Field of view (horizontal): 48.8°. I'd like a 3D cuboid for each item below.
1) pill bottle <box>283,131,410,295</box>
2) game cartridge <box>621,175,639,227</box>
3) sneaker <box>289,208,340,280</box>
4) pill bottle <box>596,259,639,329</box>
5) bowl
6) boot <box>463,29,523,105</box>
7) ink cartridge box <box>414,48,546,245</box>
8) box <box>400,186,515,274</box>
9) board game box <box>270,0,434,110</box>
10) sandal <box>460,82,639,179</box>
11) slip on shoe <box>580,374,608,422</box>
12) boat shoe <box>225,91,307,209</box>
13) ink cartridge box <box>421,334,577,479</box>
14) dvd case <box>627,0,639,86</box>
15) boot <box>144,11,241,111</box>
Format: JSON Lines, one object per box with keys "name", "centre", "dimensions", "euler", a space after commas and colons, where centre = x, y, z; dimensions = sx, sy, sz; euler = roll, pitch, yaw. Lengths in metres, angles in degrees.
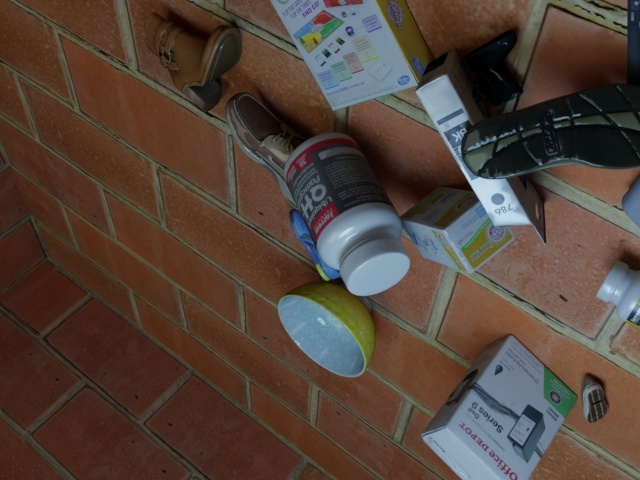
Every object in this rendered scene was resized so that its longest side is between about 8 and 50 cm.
{"name": "pill bottle", "centre": [0.056, -0.052, 1.410], "dimensions": [0.176, 0.177, 0.318], "euler": [94, 156, -51]}
{"name": "game cartridge", "centre": [0.608, -0.024, 1.038], "dimensions": [0.294, 0.060, 0.196], "euler": [36, 152, 16]}
{"name": "sneaker", "centre": [0.000, 0.000, 1.786], "dimensions": [0.082, 0.069, 0.209], "euler": [-29, 95, 25]}
{"name": "pill bottle", "centre": [0.569, 0.109, 1.188], "dimensions": [0.184, 0.103, 0.103], "euler": [30, 146, 22]}
{"name": "bowl", "centre": [0.044, 0.204, 1.868], "dimensions": [0.290, 0.156, 0.289], "euler": [30, 146, 23]}
{"name": "boot", "centre": [0.290, -0.272, 1.128], "dimensions": [0.099, 0.045, 0.121], "euler": [54, 155, -10]}
{"name": "ink cartridge box", "centre": [0.273, -0.146, 1.177], "dimensions": [0.065, 0.165, 0.332], "euler": [-27, 107, 26]}
{"name": "box", "centre": [0.253, -0.024, 1.333], "dimensions": [0.103, 0.114, 0.203], "euler": [55, 171, -16]}
{"name": "board game box", "centre": [0.038, -0.401, 1.255], "dimensions": [0.242, 0.064, 0.316], "euler": [-3, 125, 51]}
{"name": "sandal", "centre": [0.360, -0.159, 1.036], "dimensions": [0.303, 0.086, 0.120], "euler": [-4, 98, 23]}
{"name": "slip on shoe", "centre": [0.580, 0.341, 1.510], "dimensions": [0.041, 0.052, 0.135], "euler": [-109, -6, -49]}
{"name": "boat shoe", "centre": [-0.077, -0.207, 1.582], "dimensions": [0.324, 0.123, 0.116], "euler": [47, 146, -21]}
{"name": "ink cartridge box", "centre": [0.393, 0.387, 1.541], "dimensions": [0.211, 0.289, 0.121], "euler": [44, 149, 3]}
{"name": "dvd case", "centre": [0.522, -0.236, 0.913], "dimensions": [0.239, 0.029, 0.179], "euler": [17, 139, 37]}
{"name": "boot", "centre": [-0.294, -0.442, 1.585], "dimensions": [0.220, 0.109, 0.283], "euler": [48, 156, 4]}
